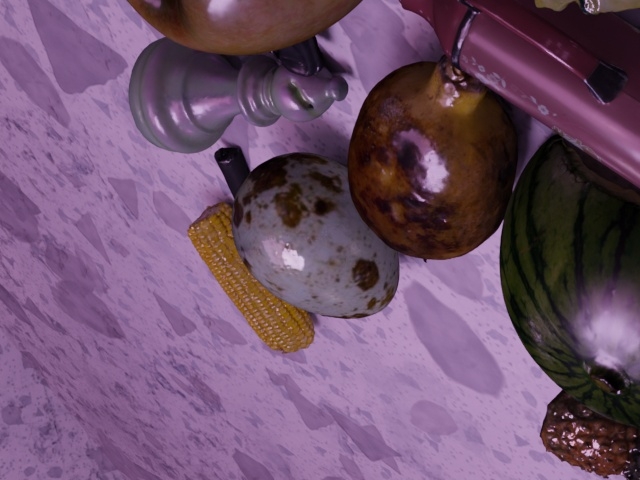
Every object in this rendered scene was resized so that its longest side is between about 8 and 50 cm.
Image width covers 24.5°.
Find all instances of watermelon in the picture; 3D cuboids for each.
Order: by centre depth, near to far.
[{"bbox_3d":[0.286,0.068,1.356,0.331,0.189,0.331,39,153,25],"label":"watermelon"}]

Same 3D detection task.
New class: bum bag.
[{"bbox_3d":[-0.094,-0.256,1.569,0.248,0.060,0.123,24,149,39],"label":"bum bag"}]

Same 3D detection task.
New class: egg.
[{"bbox_3d":[0.000,0.000,1.695,0.231,0.169,0.169,46,157,-22],"label":"egg"}]

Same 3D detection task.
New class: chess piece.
[{"bbox_3d":[-0.079,-0.165,1.635,0.271,0.139,0.139,3,134,41],"label":"chess piece"}]

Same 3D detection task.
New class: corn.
[{"bbox_3d":[-0.095,0.055,2.030,0.081,0.081,0.248,2,132,56],"label":"corn"}]

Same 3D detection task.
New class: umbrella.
[{"bbox_3d":[-0.100,-0.068,1.907,0.036,0.031,0.133,25,150,40],"label":"umbrella"}]

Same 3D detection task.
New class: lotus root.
[{"bbox_3d":[0.107,-0.079,1.436,0.169,0.141,0.314,32,152,17],"label":"lotus root"}]

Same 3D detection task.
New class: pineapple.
[{"bbox_3d":[0.341,0.225,1.614,0.197,0.108,0.108,26,151,15],"label":"pineapple"}]

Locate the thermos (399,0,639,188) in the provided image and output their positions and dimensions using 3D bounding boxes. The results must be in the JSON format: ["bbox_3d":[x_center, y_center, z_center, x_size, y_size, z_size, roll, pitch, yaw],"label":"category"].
[{"bbox_3d":[0.190,-0.149,1.211,0.330,0.136,0.110,36,127,18],"label":"thermos"}]

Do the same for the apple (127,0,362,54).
[{"bbox_3d":[-0.064,-0.287,1.260,0.257,0.234,0.257,36,149,26],"label":"apple"}]

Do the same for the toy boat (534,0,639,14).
[{"bbox_3d":[0.253,-0.215,1.039,0.276,0.111,0.084,12,135,55],"label":"toy boat"}]
